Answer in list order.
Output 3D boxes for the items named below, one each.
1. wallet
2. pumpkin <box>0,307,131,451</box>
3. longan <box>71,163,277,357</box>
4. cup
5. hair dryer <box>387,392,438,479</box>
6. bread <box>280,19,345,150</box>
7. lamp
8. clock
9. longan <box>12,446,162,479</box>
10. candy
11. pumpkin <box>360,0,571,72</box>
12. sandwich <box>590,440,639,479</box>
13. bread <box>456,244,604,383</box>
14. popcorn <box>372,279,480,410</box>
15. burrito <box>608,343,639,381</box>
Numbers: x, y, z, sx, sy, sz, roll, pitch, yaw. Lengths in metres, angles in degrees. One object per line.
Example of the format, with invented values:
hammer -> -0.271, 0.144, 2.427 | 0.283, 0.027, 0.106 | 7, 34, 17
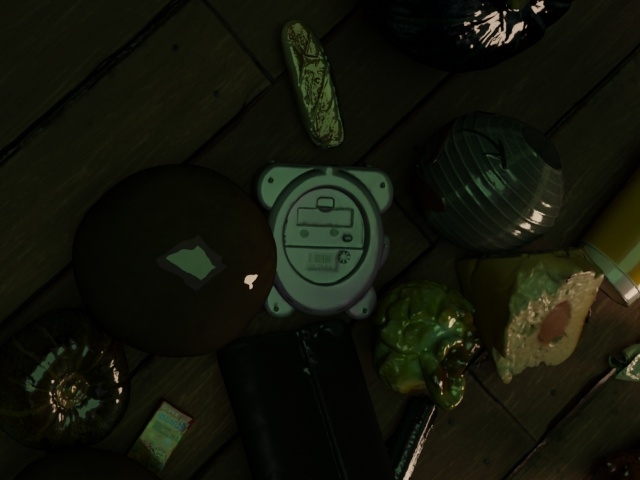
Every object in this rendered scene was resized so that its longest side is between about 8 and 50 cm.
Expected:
wallet -> -0.003, 0.330, 1.658 | 0.228, 0.062, 0.406 | -11, 72, -20
pumpkin -> -0.390, 0.211, 1.608 | 0.219, 0.162, 0.219 | -12, 111, -33
longan -> -0.212, 0.025, 1.570 | 0.297, 0.297, 0.297 | 0, 92, -13
cup -> 0.561, -0.031, 1.811 | 0.280, 0.196, 0.196 | -46, 101, -1
hair dryer -> 0.073, 0.367, 1.754 | 0.244, 0.116, 0.302 | 29, 73, -11
bread -> -0.011, -0.247, 1.728 | 0.073, 0.053, 0.214 | -19, 99, -8
lamp -> 0.259, -0.086, 1.704 | 0.233, 0.265, 0.233 | 3, 97, 28
clock -> 0.000, 0.000, 1.722 | 0.227, 0.090, 0.248 | 2, 93, -13
longan -> -0.349, 0.477, 1.531 | 0.361, 0.361, 0.361 | 0, 92, -13
candy -> -0.255, 0.314, 1.694 | 0.062, 0.038, 0.122 | 35, 84, -12
pumpkin -> 0.225, -0.431, 1.631 | 0.363, 0.266, 0.363 | -17, 140, -15
sandwich -> 0.607, 0.433, 1.853 | 0.301, 0.162, 0.250 | 7, 59, 2
bread -> 0.359, 0.110, 1.747 | 0.183, 0.211, 0.224 | -13, 90, -20
popcorn -> 0.171, 0.167, 1.709 | 0.198, 0.212, 0.198 | -17, 131, -21
burrito -> 0.554, 0.210, 1.881 | 0.118, 0.044, 0.074 | 3, 89, -15
